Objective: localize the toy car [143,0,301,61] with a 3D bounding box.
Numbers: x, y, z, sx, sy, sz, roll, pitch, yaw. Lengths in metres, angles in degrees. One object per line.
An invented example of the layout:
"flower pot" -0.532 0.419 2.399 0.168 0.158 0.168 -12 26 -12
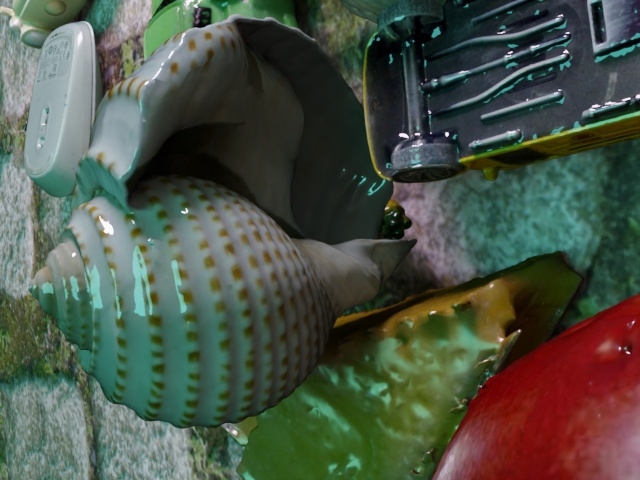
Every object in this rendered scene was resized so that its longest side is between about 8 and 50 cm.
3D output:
"toy car" -0.118 -0.200 0.797 0.213 0.176 0.359 -16 81 42

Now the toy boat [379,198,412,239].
"toy boat" 0.000 0.000 0.747 0.229 0.089 0.088 -27 52 35

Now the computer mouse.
"computer mouse" -0.412 -0.213 1.138 0.159 0.097 0.289 2 82 46

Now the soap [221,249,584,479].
"soap" 0.032 0.095 0.675 0.304 0.169 0.339 36 116 26

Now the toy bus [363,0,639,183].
"toy bus" 0.190 -0.135 0.520 0.330 0.152 0.144 -11 79 42

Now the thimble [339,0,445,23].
"thimble" 0.077 -0.301 0.580 0.218 0.150 0.219 -14 62 27

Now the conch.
"conch" -0.079 -0.014 0.564 0.215 0.319 0.303 -2 95 32

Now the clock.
"clock" -0.478 -0.499 1.180 0.379 0.120 0.276 52 121 35

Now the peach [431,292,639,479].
"peach" 0.226 0.220 0.391 0.353 0.338 0.417 -98 28 -62
